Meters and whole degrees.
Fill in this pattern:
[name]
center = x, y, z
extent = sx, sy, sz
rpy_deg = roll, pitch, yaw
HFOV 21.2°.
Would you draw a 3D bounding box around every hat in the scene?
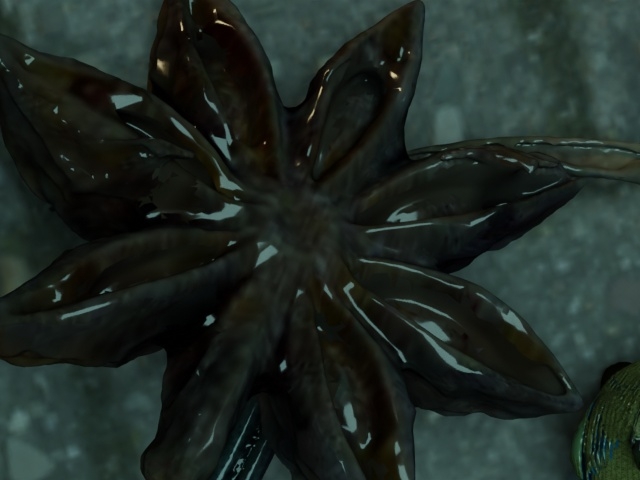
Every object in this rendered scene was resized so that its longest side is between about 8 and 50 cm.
[hat]
center = 0.125, 0.079, 0.624
extent = 0.076, 0.059, 0.077
rpy_deg = -26, 107, -42

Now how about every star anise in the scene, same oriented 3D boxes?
[star anise]
center = 0.000, 0.000, 0.578
extent = 0.262, 0.081, 0.230
rpy_deg = -12, 64, -28

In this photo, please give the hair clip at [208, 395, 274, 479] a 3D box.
[hair clip]
center = -0.083, 0.134, 0.605
extent = 0.083, 0.048, 0.275
rpy_deg = 44, 79, -4
